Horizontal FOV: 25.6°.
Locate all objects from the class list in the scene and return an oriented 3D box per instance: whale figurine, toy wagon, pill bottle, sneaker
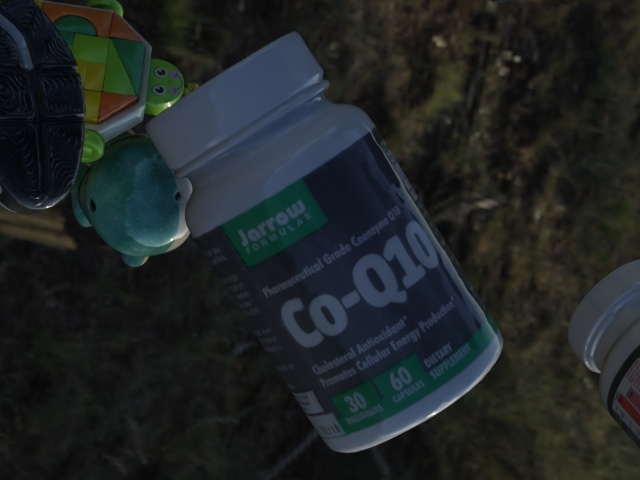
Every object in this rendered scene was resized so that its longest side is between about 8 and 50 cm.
[{"bbox_3d":[-0.301,-0.063,2.045,0.141,0.272,0.216,-15,104,-41],"label":"whale figurine"},{"bbox_3d":[-0.333,-0.234,1.956,0.068,0.344,0.267,109,-14,-55],"label":"toy wagon"},{"bbox_3d":[0.488,0.201,1.792,0.210,0.363,0.210,-22,139,-20],"label":"pill bottle"},{"bbox_3d":[0.000,0.000,1.333,0.361,0.204,0.204,57,42,-6],"label":"pill bottle"},{"bbox_3d":[-0.454,-0.206,1.771,0.169,0.257,0.447,-5,70,-47],"label":"sneaker"}]
